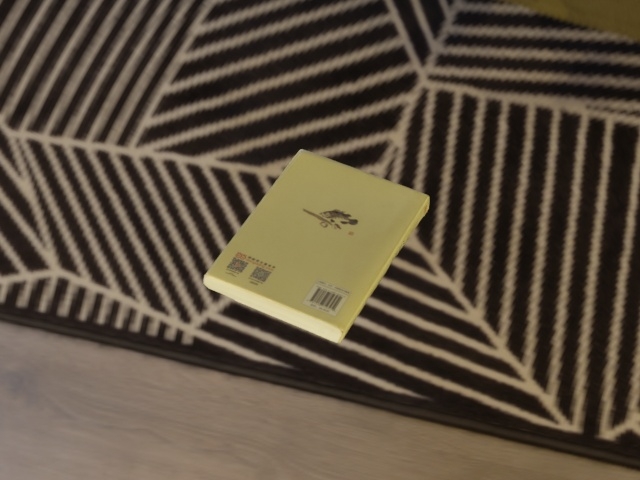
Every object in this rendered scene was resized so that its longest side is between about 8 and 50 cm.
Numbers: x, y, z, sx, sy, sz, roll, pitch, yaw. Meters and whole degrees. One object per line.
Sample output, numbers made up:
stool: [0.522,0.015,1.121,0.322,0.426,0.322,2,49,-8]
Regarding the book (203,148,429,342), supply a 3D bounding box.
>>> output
book: [0.000,0.000,0.745,0.077,0.014,0.111,22,47,15]
